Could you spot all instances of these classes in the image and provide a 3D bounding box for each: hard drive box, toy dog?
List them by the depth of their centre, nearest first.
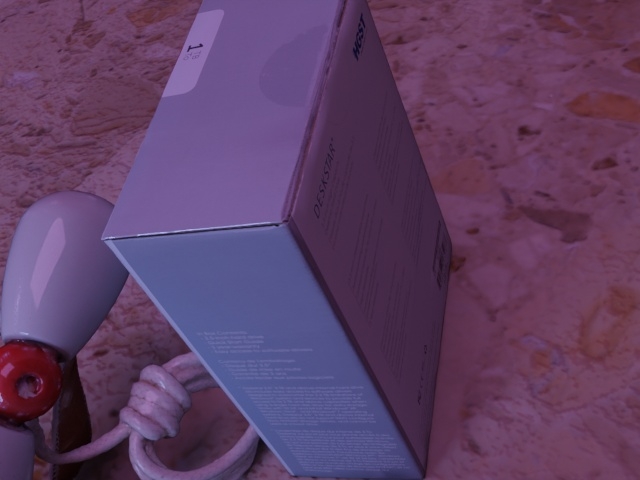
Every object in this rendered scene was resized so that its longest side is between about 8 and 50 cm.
[{"bbox_3d":[0.000,0.000,0.472,0.089,0.232,0.181,-4,48,21],"label":"hard drive box"},{"bbox_3d":[-0.211,0.142,0.496,0.333,0.220,0.161,-48,16,-30],"label":"toy dog"}]
